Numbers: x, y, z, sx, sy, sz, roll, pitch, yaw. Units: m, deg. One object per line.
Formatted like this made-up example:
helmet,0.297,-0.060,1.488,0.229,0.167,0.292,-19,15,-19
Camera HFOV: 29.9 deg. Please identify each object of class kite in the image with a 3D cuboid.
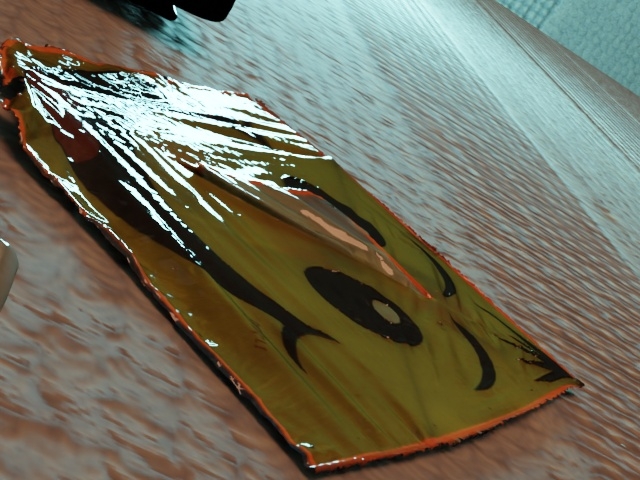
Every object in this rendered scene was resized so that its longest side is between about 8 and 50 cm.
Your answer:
kite,-0.001,0.002,0.553,0.327,0.013,0.377,29,18,-22

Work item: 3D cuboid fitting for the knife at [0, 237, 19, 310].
knife,-0.195,-0.039,0.263,0.265,0.041,0.073,31,29,-14

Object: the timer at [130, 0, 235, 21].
timer,-0.145,-0.194,0.740,0.187,0.055,0.144,22,19,-25
